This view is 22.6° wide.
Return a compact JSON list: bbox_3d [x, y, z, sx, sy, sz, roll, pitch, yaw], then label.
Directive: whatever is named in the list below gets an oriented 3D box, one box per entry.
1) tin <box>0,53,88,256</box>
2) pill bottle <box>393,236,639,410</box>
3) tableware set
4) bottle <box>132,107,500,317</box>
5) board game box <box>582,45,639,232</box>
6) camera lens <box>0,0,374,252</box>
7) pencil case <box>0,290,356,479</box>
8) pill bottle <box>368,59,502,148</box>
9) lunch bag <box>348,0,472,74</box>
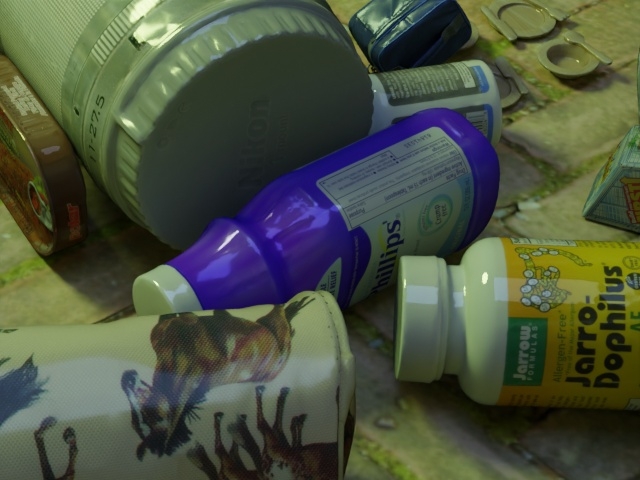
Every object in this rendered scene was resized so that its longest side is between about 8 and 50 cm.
[{"bbox_3d":[-0.228,-0.069,1.222,0.040,0.106,0.189,-22,49,-21],"label":"tin"},{"bbox_3d":[0.157,0.057,1.103,0.208,0.117,0.117,3,42,-2],"label":"pill bottle"},{"bbox_3d":[0.165,-0.173,1.428,0.169,0.020,0.141,-19,47,-23],"label":"tableware set"},{"bbox_3d":[0.000,0.000,1.154,0.283,0.118,0.092,-26,57,-29],"label":"bottle"},{"bbox_3d":[0.296,-0.066,1.227,0.194,0.194,0.060,5,39,23],"label":"board game box"},{"bbox_3d":[-0.112,-0.147,1.233,0.219,0.219,0.274,-20,47,-24],"label":"camera lens"},{"bbox_3d":[-0.183,0.132,0.962,0.410,0.183,0.160,-7,62,-10],"label":"pencil case"},{"bbox_3d":[0.071,-0.100,1.299,0.137,0.078,0.078,-9,44,-14],"label":"pill bottle"},{"bbox_3d":[0.077,-0.177,1.378,0.098,0.067,0.065,-41,49,2],"label":"lunch bag"}]
